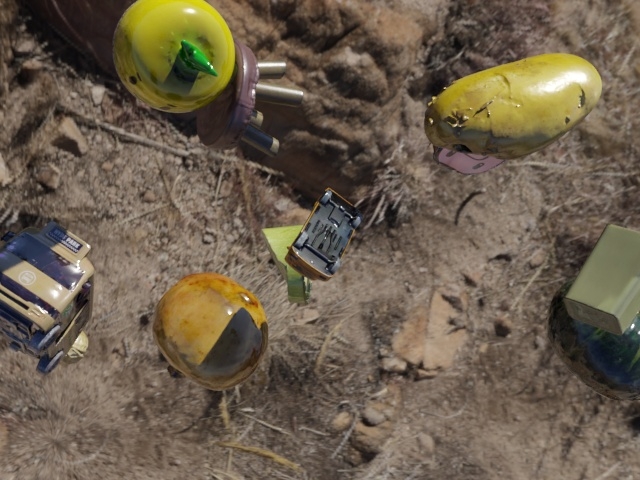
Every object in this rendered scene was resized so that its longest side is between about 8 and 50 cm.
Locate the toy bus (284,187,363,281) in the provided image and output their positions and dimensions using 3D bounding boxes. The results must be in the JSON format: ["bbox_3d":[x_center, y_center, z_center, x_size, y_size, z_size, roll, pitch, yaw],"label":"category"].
[{"bbox_3d":[0.000,0.000,1.153,0.083,0.088,0.194,37,40,-7],"label":"toy bus"}]

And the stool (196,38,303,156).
[{"bbox_3d":[-0.184,-0.348,1.713,0.179,0.272,0.272,9,71,-31],"label":"stool"}]

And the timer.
[{"bbox_3d":[-0.298,-0.399,1.478,0.285,0.285,0.285,6,73,-19],"label":"timer"}]

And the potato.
[{"bbox_3d":[0.315,-0.219,1.137,0.300,0.140,0.173,-19,53,-9],"label":"potato"}]

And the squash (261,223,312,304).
[{"bbox_3d":[-0.082,0.066,1.807,0.133,0.220,0.220,-6,76,-1],"label":"squash"}]

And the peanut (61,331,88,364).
[{"bbox_3d":[-0.513,0.210,1.374,0.080,0.174,0.080,8,74,-28],"label":"peanut"}]

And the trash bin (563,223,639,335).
[{"bbox_3d":[0.277,0.037,0.647,0.092,0.061,0.043,-50,133,-16],"label":"trash bin"}]

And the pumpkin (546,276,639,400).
[{"bbox_3d":[0.360,0.118,0.849,0.167,0.125,0.167,15,27,-8],"label":"pumpkin"}]

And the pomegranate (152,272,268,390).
[{"bbox_3d":[-0.227,0.187,1.408,0.248,0.248,0.248,6,73,-19],"label":"pomegranate"}]

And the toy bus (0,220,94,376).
[{"bbox_3d":[-0.425,0.092,1.042,0.139,0.289,0.157,33,62,-2],"label":"toy bus"}]

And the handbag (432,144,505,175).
[{"bbox_3d":[0.348,-0.251,1.617,0.205,0.179,0.116,16,57,-38],"label":"handbag"}]
